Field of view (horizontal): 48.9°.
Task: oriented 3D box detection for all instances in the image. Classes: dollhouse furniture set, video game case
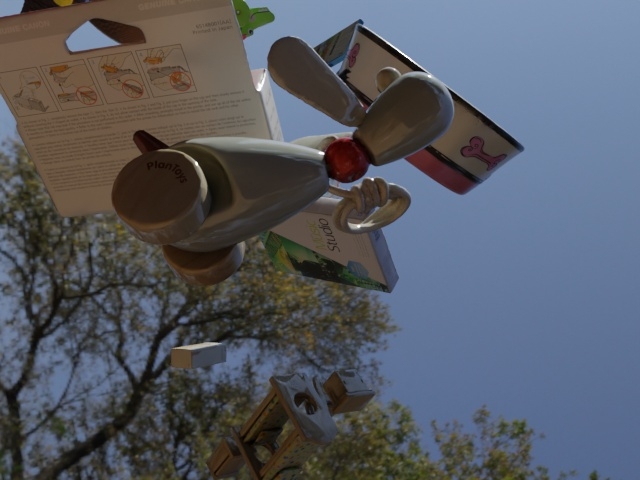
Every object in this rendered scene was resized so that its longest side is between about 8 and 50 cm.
[{"bbox_3d":[-0.026,0.268,0.921,0.182,0.161,0.101,-55,-128,27],"label":"dollhouse furniture set"},{"bbox_3d":[0.017,-0.409,1.541,0.166,0.015,0.119,-18,-138,46],"label":"video game case"}]

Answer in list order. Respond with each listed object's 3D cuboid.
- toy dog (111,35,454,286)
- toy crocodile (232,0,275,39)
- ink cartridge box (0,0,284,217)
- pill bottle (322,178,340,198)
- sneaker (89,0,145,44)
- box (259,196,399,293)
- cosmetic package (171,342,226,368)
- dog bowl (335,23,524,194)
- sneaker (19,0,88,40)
[{"bbox_3d":[-0.053,-0.092,0.696,0.161,0.334,0.220,60,-28,23],"label":"toy dog"},{"bbox_3d":[-0.250,-0.456,1.520,0.115,0.341,0.105,2,-73,51],"label":"toy crocodile"},{"bbox_3d":[-0.206,-0.158,0.807,0.297,0.066,0.261,-6,-52,10],"label":"ink cartridge box"},{"bbox_3d":[-0.030,-0.154,1.733,0.087,0.160,0.087,-8,-103,38],"label":"pill bottle"},{"bbox_3d":[-0.363,-0.452,1.137,0.106,0.123,0.290,-28,-68,27],"label":"sneaker"},{"bbox_3d":[0.000,0.000,1.580,0.322,0.058,0.232,10,-40,34],"label":"box"},{"bbox_3d":[-0.257,0.243,1.491,0.060,0.115,0.041,-1,-92,29],"label":"cosmetic package"},{"bbox_3d":[0.196,-0.247,1.398,0.408,0.408,0.150,46,-73,30],"label":"dog bowl"},{"bbox_3d":[-0.357,-0.326,0.962,0.069,0.082,0.209,38,-50,-16],"label":"sneaker"}]
